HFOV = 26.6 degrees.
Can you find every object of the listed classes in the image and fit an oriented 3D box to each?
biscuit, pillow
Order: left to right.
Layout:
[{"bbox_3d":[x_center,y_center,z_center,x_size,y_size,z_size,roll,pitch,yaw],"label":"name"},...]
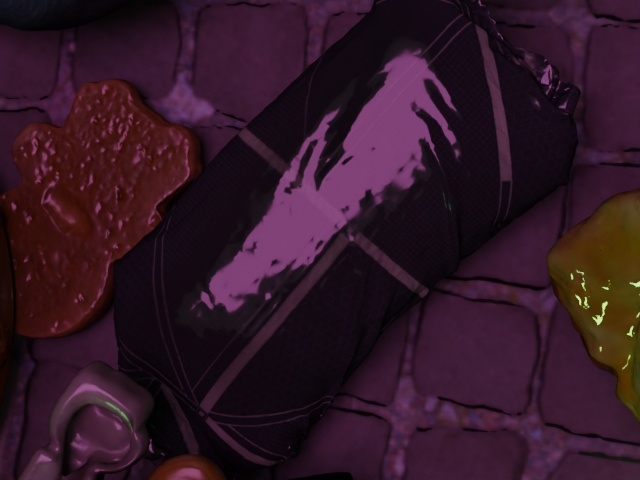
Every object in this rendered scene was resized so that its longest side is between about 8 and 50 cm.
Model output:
[{"bbox_3d":[-0.152,-0.014,0.868,0.133,0.027,0.184,27,94,16],"label":"biscuit"},{"bbox_3d":[0.000,0.000,0.794,0.335,0.092,0.161,-45,83,8],"label":"pillow"}]

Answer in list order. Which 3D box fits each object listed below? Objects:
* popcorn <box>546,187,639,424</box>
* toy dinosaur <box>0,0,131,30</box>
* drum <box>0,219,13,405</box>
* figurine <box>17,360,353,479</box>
[{"bbox_3d":[0.277,0.026,0.663,0.332,0.225,0.264,10,94,27],"label":"popcorn"},{"bbox_3d":[-0.108,-0.155,0.798,0.331,0.129,0.383,40,129,-7],"label":"toy dinosaur"},{"bbox_3d":[-0.415,0.048,0.826,0.431,0.214,0.431,-1,87,17],"label":"drum"},{"bbox_3d":[-0.099,0.222,0.767,0.309,0.143,0.308,-1,123,-2],"label":"figurine"}]
